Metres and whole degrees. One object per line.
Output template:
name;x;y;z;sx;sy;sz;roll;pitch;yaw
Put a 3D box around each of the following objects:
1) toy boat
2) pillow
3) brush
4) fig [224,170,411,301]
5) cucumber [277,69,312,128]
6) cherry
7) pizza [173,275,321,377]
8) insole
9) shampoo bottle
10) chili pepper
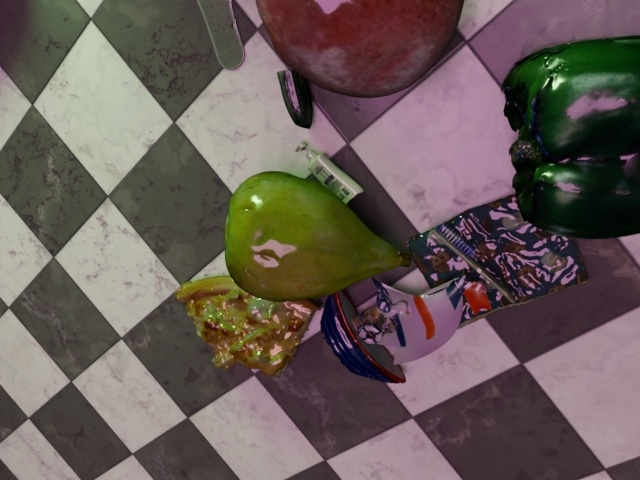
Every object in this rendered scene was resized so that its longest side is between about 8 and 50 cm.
toy boat;0.154;0.166;0.979;0.317;0.072;0.219;-6;109;22
pillow;0.292;0.031;0.899;0.255;0.034;0.189;-26;97;28
brush;0.257;0.033;0.877;0.178;0.033;0.030;42;105;5
fig;-0.019;-0.019;0.915;0.313;0.233;0.233;-14;104;6
cucumber;-0.040;-0.240;0.917;0.048;0.048;0.105;-7;108;23
cherry;0.058;-0.316;0.723;0.221;0.307;0.261;64;146;25
pizza;-0.156;0.183;1.098;0.323;0.089;0.223;5;108;20
insole;-0.182;-0.415;0.929;0.080;0.003;0.232;-5;107;23
shampoo bottle;0.012;-0.122;0.947;0.141;0.034;0.049;46;125;0
chili pepper;0.374;-0.145;0.701;0.256;0.233;0.249;-1;125;14
